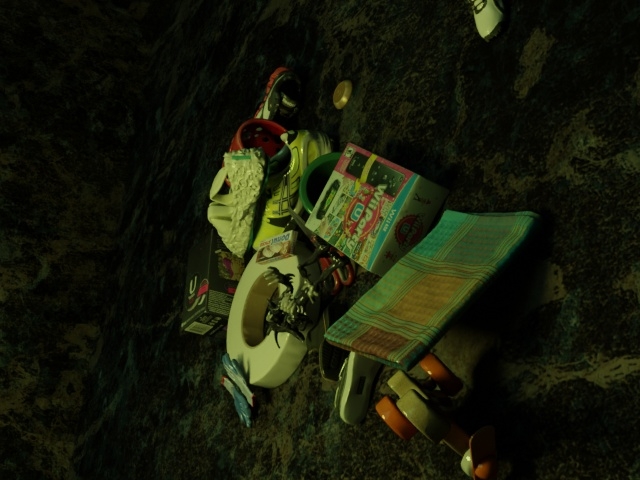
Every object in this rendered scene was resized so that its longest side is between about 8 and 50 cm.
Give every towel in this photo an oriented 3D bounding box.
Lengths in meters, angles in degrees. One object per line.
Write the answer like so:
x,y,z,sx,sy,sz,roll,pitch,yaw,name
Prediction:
0.196,0.071,1.485,0.370,0.040,0.271,-43,21,-19,towel

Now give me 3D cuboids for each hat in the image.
0.046,-0.111,2.085,0.208,0.183,0.173,-4,78,14,hat

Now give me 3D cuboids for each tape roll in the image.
-0.127,0.186,2.178,0.392,0.072,0.392,-38,43,47,tape roll

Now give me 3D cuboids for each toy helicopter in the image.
0.190,0.294,1.312,0.140,0.355,0.235,-44,70,2,toy helicopter

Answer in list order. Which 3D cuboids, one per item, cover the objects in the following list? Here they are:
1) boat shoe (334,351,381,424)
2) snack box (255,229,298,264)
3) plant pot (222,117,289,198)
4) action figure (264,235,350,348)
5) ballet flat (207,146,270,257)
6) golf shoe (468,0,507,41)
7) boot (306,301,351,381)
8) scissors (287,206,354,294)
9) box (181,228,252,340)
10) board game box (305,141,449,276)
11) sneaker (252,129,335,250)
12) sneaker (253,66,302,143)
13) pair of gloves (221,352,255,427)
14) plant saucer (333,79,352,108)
0.075,0.271,1.756,0.070,0.077,0.219,22,95,61,boat shoe
-0.113,0.020,2.150,0.178,0.022,0.064,-17,58,57,snack box
-0.176,-0.223,2.388,0.174,0.191,0.191,126,148,-47,plant pot
-0.061,0.120,1.926,0.276,0.141,0.164,-54,48,11,action figure
-0.233,-0.105,2.229,0.409,0.147,0.147,110,160,-50,ballet flat
0.328,-0.501,1.734,0.077,0.094,0.198,-35,47,47,golf shoe
0.010,0.256,1.903,0.137,0.077,0.198,-50,21,43,boot
0.000,0.000,2.023,0.109,0.021,0.297,-54,50,39,scissors
-0.300,0.130,2.443,0.165,0.143,0.270,-37,43,46,box
0.115,-0.068,1.822,0.303,0.097,0.224,35,100,56,board game box
-0.109,-0.140,2.253,0.385,0.147,0.145,-62,31,23,sneaker
-0.125,-0.380,2.471,0.135,0.097,0.276,24,94,64,sneaker
-0.213,0.384,2.154,0.159,0.023,0.198,50,150,32,pair of gloves
0.056,-0.394,2.244,0.083,0.015,0.083,-38,43,46,plant saucer
